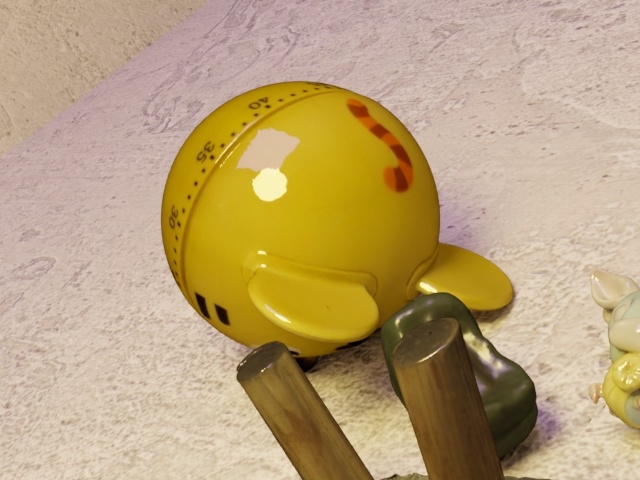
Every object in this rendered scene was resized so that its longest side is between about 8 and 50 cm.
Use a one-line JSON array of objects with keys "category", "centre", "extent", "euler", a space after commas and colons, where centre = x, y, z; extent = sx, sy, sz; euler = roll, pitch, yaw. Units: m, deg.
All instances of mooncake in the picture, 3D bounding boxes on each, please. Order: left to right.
[{"category": "mooncake", "centre": [0.136, 0.135, 1.066], "extent": [0.104, 0.175, 0.168], "euler": [-31, 1, -10]}]

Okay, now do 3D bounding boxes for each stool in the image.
[{"category": "stool", "centre": [0.014, 0.237, 0.827], "extent": [0.310, 0.226, 0.310], "euler": [-12, 29, 51]}]

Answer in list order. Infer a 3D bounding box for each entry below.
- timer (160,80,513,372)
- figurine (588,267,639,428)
[{"category": "timer", "centre": [0.000, 0.000, 1.279], "extent": [0.376, 0.376, 0.387], "euler": [-36, 53, -19]}, {"category": "figurine", "centre": [0.321, 0.107, 1.001], "extent": [0.235, 0.127, 0.155], "euler": [14, 67, 55]}]
